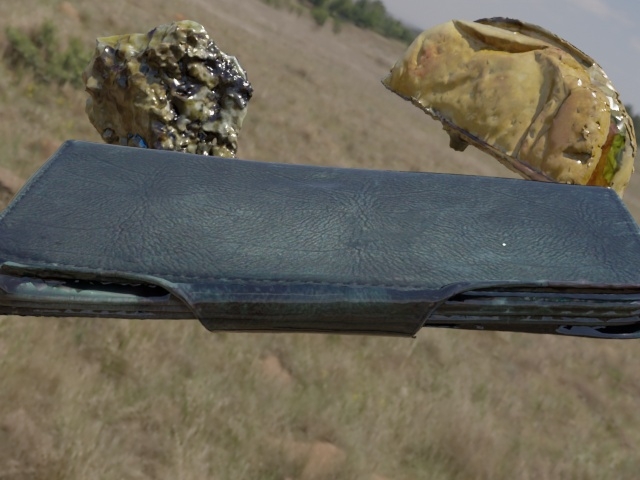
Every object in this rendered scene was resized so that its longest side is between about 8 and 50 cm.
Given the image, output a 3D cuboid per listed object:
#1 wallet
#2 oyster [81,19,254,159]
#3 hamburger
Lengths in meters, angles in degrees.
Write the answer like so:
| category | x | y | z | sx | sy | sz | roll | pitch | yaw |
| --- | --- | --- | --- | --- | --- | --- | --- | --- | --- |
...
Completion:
| category | x | y | z | sx | sy | sz | roll | pitch | yaw |
| --- | --- | --- | --- | --- | --- | --- | --- | --- | --- |
| wallet | 0.000 | 0.000 | 0.489 | 0.318 | 0.045 | 0.172 | 3 | 22 | 2 |
| oyster | -0.190 | -0.152 | 1.147 | 0.222 | 0.214 | 0.083 | 3 | 0 | 19 |
| hamburger | 0.173 | -0.122 | 0.862 | 0.124 | 0.131 | 0.262 | 22 | 14 | -49 |
